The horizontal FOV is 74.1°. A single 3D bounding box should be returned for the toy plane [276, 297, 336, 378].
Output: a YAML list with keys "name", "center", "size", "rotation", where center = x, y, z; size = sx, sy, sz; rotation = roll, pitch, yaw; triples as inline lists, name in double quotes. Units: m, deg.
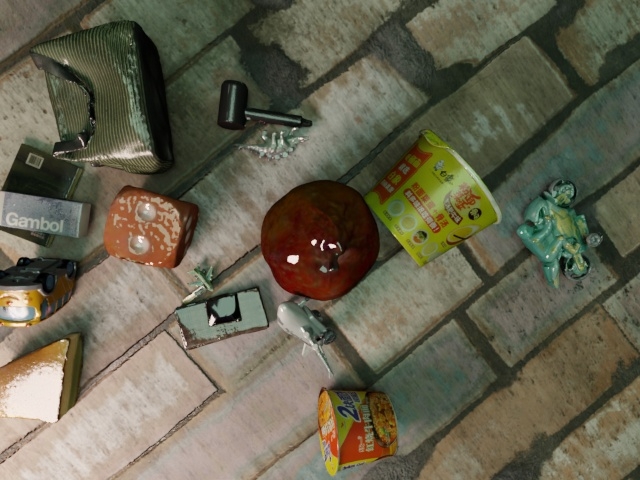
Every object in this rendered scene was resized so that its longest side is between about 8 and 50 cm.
- name: "toy plane"
  center: [-0.037, 0.212, 1.055]
  size: [0.101, 0.251, 0.255]
  rotation: [-35, 138, -9]

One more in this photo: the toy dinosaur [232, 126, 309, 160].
- name: "toy dinosaur"
  center: [-0.132, -0.252, 1.124]
  size: [0.209, 0.039, 0.082]
  rotation: [-3, 114, 3]

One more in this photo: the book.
- name: "book"
  center: [-0.731, -0.113, 1.087]
  size: [0.160, 0.024, 0.228]
  rotation: [23, 90, -6]

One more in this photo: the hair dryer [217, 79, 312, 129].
- name: "hair dryer"
  center: [-0.140, -0.342, 1.113]
  size: [0.249, 0.070, 0.114]
  rotation: [5, 93, -9]

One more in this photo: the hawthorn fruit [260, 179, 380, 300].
- name: "hawthorn fruit"
  center: [-0.004, -0.005, 1.023]
  size: [0.309, 0.324, 0.307]
  rotation: [-2, 69, 7]

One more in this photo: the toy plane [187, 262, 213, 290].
- name: "toy plane"
  center: [-0.313, 0.102, 1.135]
  size: [0.080, 0.033, 0.083]
  rotation: [-38, 103, -3]

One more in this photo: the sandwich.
- name: "sandwich"
  center: [-0.717, 0.327, 1.069]
  size: [0.186, 0.108, 0.219]
  rotation: [11, 94, -7]

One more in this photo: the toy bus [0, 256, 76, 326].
- name: "toy bus"
  center: [-0.685, 0.122, 1.018]
  size: [0.126, 0.209, 0.136]
  rotation: [4, 103, -7]

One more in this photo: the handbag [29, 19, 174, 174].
- name: "handbag"
  center: [-0.487, -0.316, 0.988]
  size: [0.241, 0.247, 0.339]
  rotation: [-8, 100, -4]

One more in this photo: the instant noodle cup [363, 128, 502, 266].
- name: "instant noodle cup"
  center: [0.261, -0.091, 1.061]
  size: [0.222, 0.311, 0.311]
  rotation: [-40, 96, 7]

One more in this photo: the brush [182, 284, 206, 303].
- name: "brush"
  center: [-0.337, 0.147, 1.130]
  size: [0.084, 0.013, 0.016]
  rotation: [-34, 112, 19]

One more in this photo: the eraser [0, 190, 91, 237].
- name: "eraser"
  center: [-0.694, -0.066, 1.056]
  size: [0.213, 0.046, 0.091]
  rotation: [8, 92, -6]

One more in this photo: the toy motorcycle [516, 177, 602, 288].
- name: "toy motorcycle"
  center: [0.656, -0.015, 1.184]
  size: [0.199, 0.109, 0.296]
  rotation: [-18, 93, -2]

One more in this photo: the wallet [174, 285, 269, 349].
- name: "wallet"
  center: [-0.263, 0.208, 1.140]
  size: [0.231, 0.042, 0.124]
  rotation: [-15, 97, -3]

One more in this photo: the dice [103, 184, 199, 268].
- name: "dice"
  center: [-0.414, -0.031, 1.047]
  size: [0.175, 0.174, 0.179]
  rotation: [19, 90, -7]

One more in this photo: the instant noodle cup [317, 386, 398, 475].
- name: "instant noodle cup"
  center: [0.097, 0.489, 1.117]
  size: [0.175, 0.213, 0.212]
  rotation: [-2, 93, -14]
